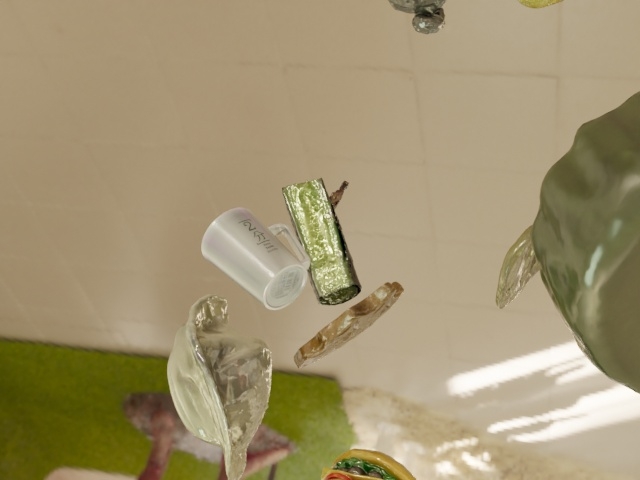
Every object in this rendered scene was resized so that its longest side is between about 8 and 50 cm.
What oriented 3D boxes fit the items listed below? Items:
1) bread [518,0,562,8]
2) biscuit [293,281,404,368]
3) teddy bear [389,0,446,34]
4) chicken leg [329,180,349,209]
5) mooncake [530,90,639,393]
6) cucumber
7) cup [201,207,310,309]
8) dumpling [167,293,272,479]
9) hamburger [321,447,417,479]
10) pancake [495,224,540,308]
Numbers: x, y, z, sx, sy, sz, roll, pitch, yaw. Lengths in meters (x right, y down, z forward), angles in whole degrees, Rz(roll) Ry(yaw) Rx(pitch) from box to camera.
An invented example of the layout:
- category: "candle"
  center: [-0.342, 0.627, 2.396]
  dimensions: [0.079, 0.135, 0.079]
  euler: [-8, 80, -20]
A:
- category: "bread"
  center: [0.381, -0.504, 1.777]
  dimensions: [0.187, 0.149, 0.065]
  euler: [46, 171, -9]
- category: "biscuit"
  center: [0.054, 0.129, 1.568]
  dimensions: [0.034, 0.182, 0.215]
  euler: [54, 136, 9]
- category: "teddy bear"
  center: [0.158, -0.484, 1.695]
  dimensions: [0.144, 0.251, 0.171]
  euler: [7, 144, 16]
- category: "chicken leg"
  center: [0.023, -0.069, 1.730]
  dimensions: [0.021, 0.083, 0.036]
  euler: [30, 176, 15]
- category: "mooncake"
  center: [0.420, -0.006, 1.129]
  dimensions: [0.357, 0.194, 0.356]
  euler: [-5, 119, -9]
- category: "cucumber"
  center: [0.002, 0.000, 1.657]
  dimensions: [0.078, 0.211, 0.062]
  euler: [-19, 157, 2]
- category: "cup"
  center: [-0.062, 0.016, 1.126]
  dimensions: [0.116, 0.104, 0.074]
  euler: [39, 133, 34]
- category: "dumpling"
  center: [-0.144, 0.214, 1.505]
  dimensions: [0.243, 0.175, 0.227]
  euler: [49, 171, 11]
- category: "hamburger"
  center: [0.065, 0.361, 1.358]
  dimensions: [0.162, 0.115, 0.162]
  euler: [18, 127, 26]
- category: "pancake"
  center: [0.425, 0.041, 2.084]
  dimensions: [0.050, 0.242, 0.242]
  euler: [36, 154, 26]
